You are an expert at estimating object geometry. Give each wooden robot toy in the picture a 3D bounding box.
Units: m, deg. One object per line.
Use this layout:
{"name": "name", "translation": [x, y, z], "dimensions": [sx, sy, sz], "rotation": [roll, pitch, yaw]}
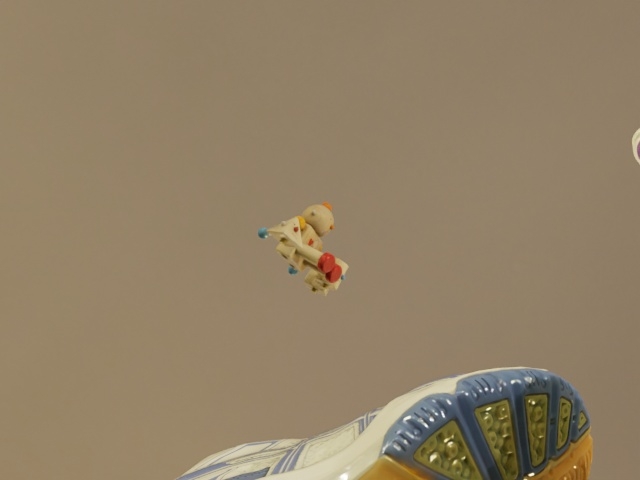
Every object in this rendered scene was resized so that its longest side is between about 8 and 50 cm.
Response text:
{"name": "wooden robot toy", "translation": [0.000, 0.000, 0.821], "dimensions": [0.076, 0.079, 0.173], "rotation": [21, -18, 27]}

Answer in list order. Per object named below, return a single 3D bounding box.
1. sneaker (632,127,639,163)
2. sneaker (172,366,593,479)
{"name": "sneaker", "translation": [0.441, -0.132, 0.857], "dimensions": [0.170, 0.071, 0.068], "rotation": [-41, -69, 20]}
{"name": "sneaker", "translation": [0.005, 0.126, 0.377], "dimensions": [0.131, 0.296, 0.111], "rotation": [2, -78, 58]}
